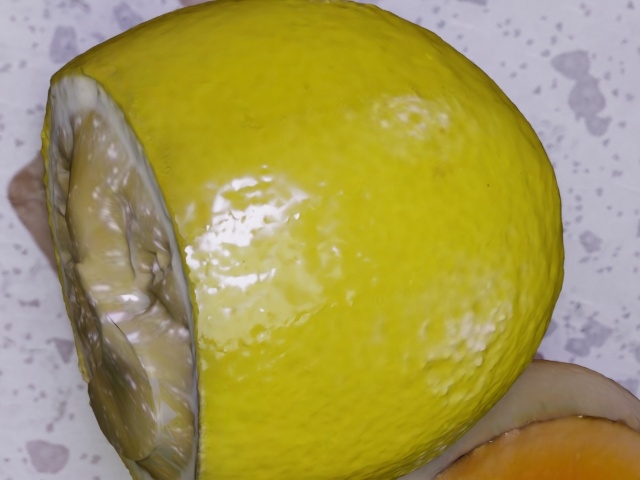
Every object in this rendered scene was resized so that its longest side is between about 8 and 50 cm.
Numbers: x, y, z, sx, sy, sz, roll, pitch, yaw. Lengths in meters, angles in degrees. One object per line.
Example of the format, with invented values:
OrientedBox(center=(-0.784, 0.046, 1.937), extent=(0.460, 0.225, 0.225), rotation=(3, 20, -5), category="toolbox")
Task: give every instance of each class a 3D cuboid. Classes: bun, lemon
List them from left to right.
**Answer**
OrientedBox(center=(0.000, 0.000, 1.208), extent=(0.364, 0.364, 0.364), rotation=(-3, 110, -9), category="lemon")
OrientedBox(center=(0.132, 0.226, 1.390), extent=(0.299, 0.165, 0.299), rotation=(-6, 110, -17), category="bun")
